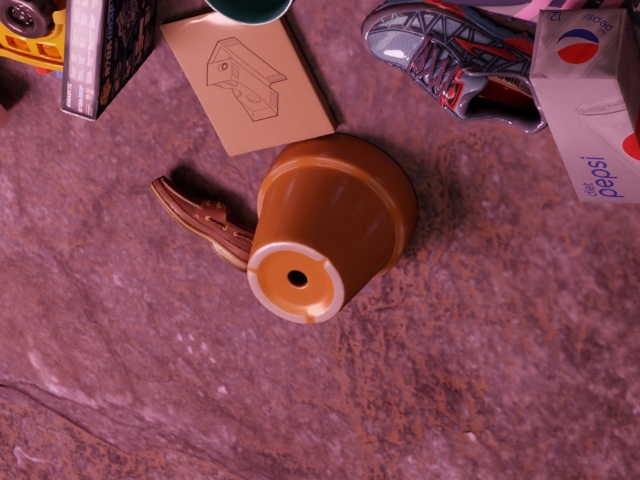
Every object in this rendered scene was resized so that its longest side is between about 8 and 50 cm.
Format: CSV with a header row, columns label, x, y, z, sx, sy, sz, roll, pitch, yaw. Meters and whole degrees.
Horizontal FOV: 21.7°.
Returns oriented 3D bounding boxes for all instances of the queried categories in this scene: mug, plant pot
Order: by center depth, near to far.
label,x,y,z,sx,sy,sz,roll,pitch,yaw
mug,-0.075,-0.340,1.931,0.129,0.097,0.157,5,126,20
plant pot,0.000,0.000,2.101,0.205,0.188,0.205,11,129,14

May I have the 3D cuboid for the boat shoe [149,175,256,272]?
label,x,y,z,sx,sy,sz,roll,pitch,yaw
boat shoe,-0.148,-0.032,2.231,0.178,0.064,0.060,39,100,-11

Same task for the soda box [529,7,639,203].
label,x,y,z,sx,sy,sz,roll,pitch,yaw
soda box,0.312,-0.143,1.845,0.098,0.091,0.286,2,154,21

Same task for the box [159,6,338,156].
label,x,y,z,sx,sy,sz,roll,pitch,yaw
box,-0.090,-0.206,2.092,0.164,0.021,0.201,-11,121,30

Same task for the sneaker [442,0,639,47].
label,x,y,z,sx,sy,sz,roll,pitch,yaw
sneaker,0.272,-0.251,1.844,0.319,0.112,0.131,7,125,20

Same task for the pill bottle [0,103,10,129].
label,x,y,z,sx,sy,sz,roll,pitch,yaw
pill bottle,-0.539,-0.223,2.182,0.152,0.152,0.272,-30,110,37

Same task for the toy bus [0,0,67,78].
label,x,y,z,sx,sy,sz,roll,pitch,yaw
toy bus,-0.369,-0.290,2.081,0.220,0.149,0.211,15,146,14

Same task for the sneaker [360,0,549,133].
label,x,y,z,sx,sy,sz,roll,pitch,yaw
sneaker,0.164,-0.201,1.918,0.262,0.125,0.104,19,130,8

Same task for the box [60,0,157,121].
label,x,y,z,sx,sy,sz,roll,pitch,yaw
box,-0.248,-0.279,2.000,0.051,0.175,0.220,19,131,9
